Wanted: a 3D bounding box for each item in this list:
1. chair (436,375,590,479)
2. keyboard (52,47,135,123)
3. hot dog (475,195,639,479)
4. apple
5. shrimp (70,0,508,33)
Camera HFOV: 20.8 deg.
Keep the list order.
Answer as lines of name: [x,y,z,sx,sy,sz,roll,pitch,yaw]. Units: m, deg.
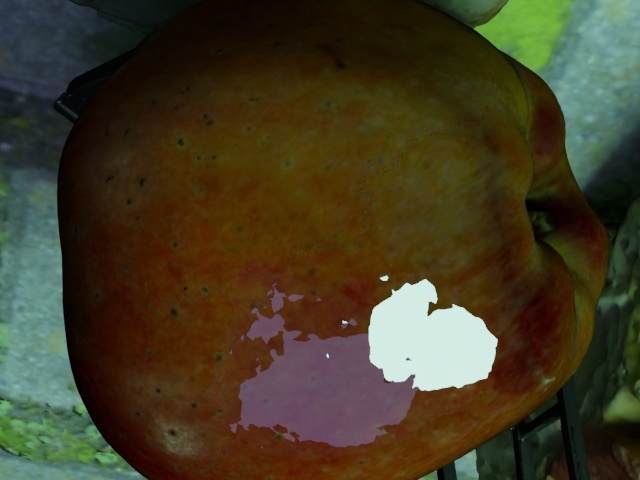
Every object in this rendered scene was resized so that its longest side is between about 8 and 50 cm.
chair: [0.077,0.034,0.888,0.084,0.212,0.101,0,162,-12]
keyboard: [-0.035,-0.030,0.912,0.094,0.025,0.230,-24,140,26]
hot dog: [0.314,0.102,0.899,0.365,0.196,0.367,11,162,-17]
apple: [-0.001,-0.002,0.743,0.234,0.234,0.234,3,139,3]
shrimp: [-0.075,-0.168,0.739,0.360,0.085,0.247,26,148,-29]
